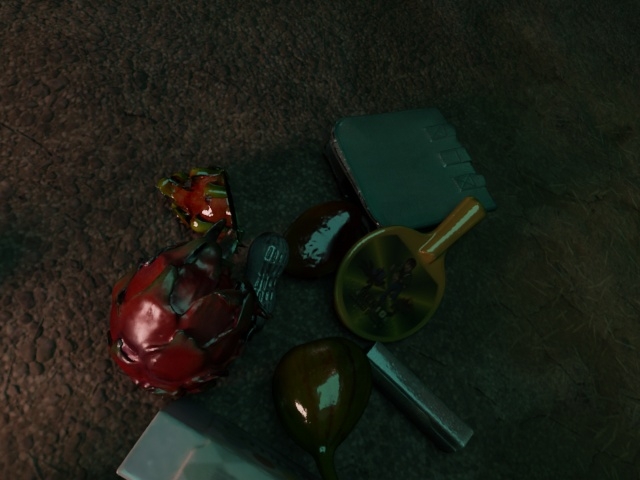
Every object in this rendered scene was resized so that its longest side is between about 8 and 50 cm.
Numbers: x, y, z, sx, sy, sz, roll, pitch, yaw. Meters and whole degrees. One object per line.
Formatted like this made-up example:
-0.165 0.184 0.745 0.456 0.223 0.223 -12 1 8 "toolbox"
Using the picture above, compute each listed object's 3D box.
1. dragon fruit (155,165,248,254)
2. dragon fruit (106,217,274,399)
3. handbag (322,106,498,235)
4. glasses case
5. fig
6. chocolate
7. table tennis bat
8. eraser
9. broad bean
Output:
-0.187 -0.058 0.837 0.175 0.138 0.142 11 38 11 "dragon fruit"
-0.188 0.097 0.699 0.193 0.192 0.273 15 94 -48 "dragon fruit"
0.166 -0.122 0.973 0.274 0.100 0.268 -17 68 -24 "handbag"
0.144 0.252 0.806 0.205 0.071 0.047 44 66 5 "glasses case"
0.012 0.263 0.697 0.152 0.151 0.259 2 49 -15 "fig"
-0.097 0.067 0.803 0.072 0.072 0.166 19 83 -7 "chocolate"
0.159 0.039 0.856 0.321 0.050 0.198 -41 109 -7 "table tennis bat"
-0.047 0.344 0.640 0.397 0.213 0.082 32 77 -1 "eraser"
0.000 0.000 0.872 0.114 0.084 0.165 30 66 19 "broad bean"
